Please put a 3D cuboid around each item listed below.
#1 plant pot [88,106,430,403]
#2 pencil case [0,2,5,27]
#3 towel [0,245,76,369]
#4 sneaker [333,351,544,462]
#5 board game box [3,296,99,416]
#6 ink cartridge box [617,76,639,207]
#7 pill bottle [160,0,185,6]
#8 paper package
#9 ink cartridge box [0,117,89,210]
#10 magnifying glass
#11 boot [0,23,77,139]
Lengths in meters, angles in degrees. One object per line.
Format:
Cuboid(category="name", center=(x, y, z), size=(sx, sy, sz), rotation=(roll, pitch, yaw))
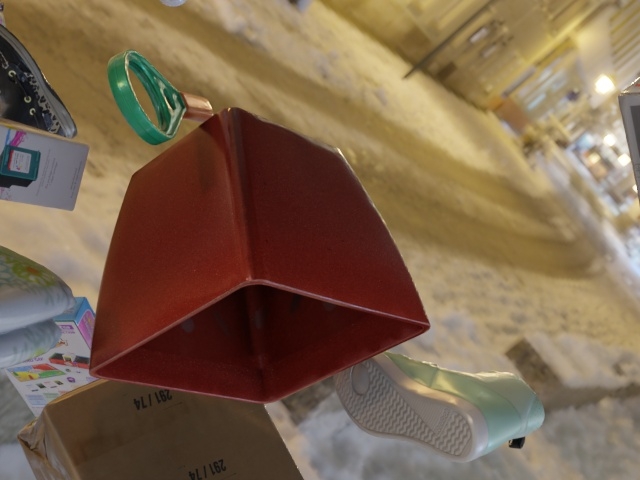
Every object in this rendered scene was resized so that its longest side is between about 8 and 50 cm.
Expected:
Cuboid(category="plant pot", center=(-0.079, 0.013, 1.182), size=(0.267, 0.267, 0.236), rotation=(17, 54, -44))
Cuboid(category="pencil case", center=(-0.600, -0.366, 1.777), size=(0.064, 0.151, 0.070), rotation=(111, -32, -58))
Cuboid(category="towel", center=(-0.443, 0.036, 0.934), size=(0.320, 0.090, 0.374), rotation=(20, 14, 21))
Cuboid(category="sneaker", center=(0.136, 0.181, 1.248), size=(0.151, 0.094, 0.255), rotation=(-5, 17, -39))
Cuboid(category="board game box", center=(-0.535, 0.245, 2.201), size=(0.064, 0.242, 0.317), rotation=(-74, 155, -43))
Cuboid(category="ink cartridge box", center=(0.317, -0.089, 0.925), size=(0.179, 0.045, 0.146), rotation=(-38, 117, -47))
Cuboid(category="pill bottle", center=(-0.156, -0.288, 1.128), size=(0.043, 0.043, 0.083), rotation=(57, -24, 34))
Cuboid(category="paper package", center=(-0.231, 0.333, 1.601), size=(0.324, 0.168, 0.310), rotation=(-22, 78, -36))
Cuboid(category="ink cartridge box", center=(-0.366, -0.094, 1.093), size=(0.134, 0.078, 0.231), rotation=(19, 5, 31))
Cuboid(category="magnifying glass", center=(-0.154, -0.138, 1.077), size=(0.092, 0.026, 0.231), rotation=(67, 14, 2))
Cuboid(category="boot", center=(-0.490, -0.198, 1.585), size=(0.085, 0.178, 0.236), rotation=(6, -44, 54))
